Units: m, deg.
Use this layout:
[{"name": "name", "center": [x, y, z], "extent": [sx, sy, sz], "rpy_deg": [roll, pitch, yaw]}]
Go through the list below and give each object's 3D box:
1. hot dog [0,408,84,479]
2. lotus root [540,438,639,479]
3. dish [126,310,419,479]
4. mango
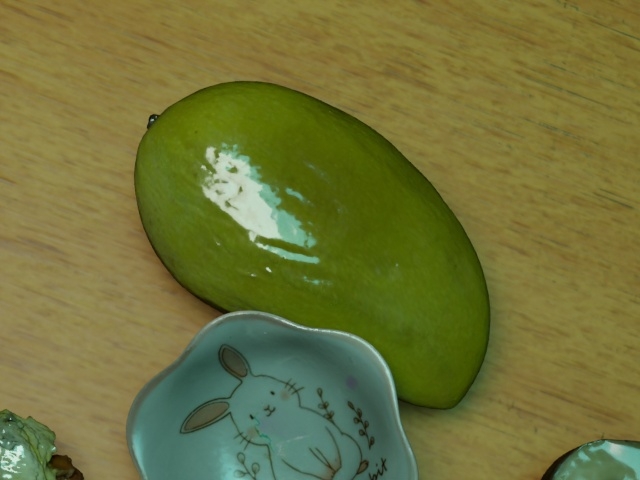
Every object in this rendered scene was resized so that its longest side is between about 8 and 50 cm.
[{"name": "hot dog", "center": [-0.283, 0.207, 1.004], "extent": [0.213, 0.103, 0.146], "rpy_deg": [-9, 97, -1]}, {"name": "lotus root", "center": [0.300, 0.328, 1.052], "extent": [0.391, 0.111, 0.374], "rpy_deg": [-28, 79, -11]}, {"name": "dish", "center": [-0.032, 0.162, 1.047], "extent": [0.230, 0.081, 0.229], "rpy_deg": [1, 94, 8]}, {"name": "mango", "center": [0.001, -0.008, 1.087], "extent": [0.332, 0.142, 0.195], "rpy_deg": [28, 74, -8]}]
